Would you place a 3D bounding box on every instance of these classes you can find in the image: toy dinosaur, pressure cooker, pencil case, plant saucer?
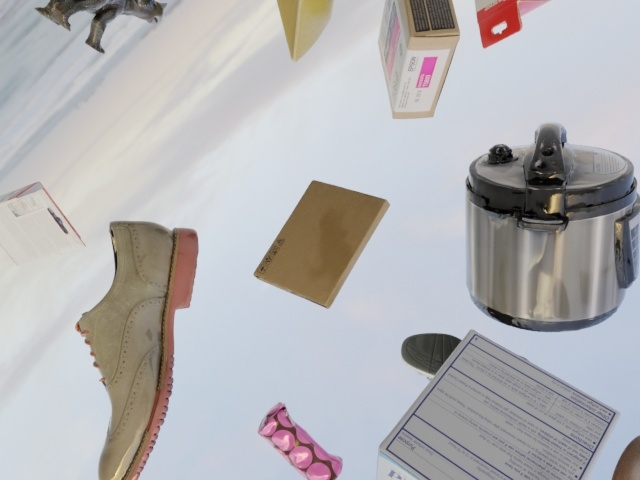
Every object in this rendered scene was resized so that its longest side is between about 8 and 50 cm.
[{"bbox_3d":[-0.308,-0.355,0.854,0.160,0.121,0.313,-57,-177,2],"label":"toy dinosaur"},{"bbox_3d":[0.506,-0.049,1.410,0.376,0.420,0.370,-15,-156,-18],"label":"pressure cooker"},{"bbox_3d":[-0.041,0.452,1.380,0.098,0.209,0.095,-46,-177,23],"label":"pencil case"},{"bbox_3d":[0.566,0.439,1.087,0.036,0.198,0.198,6,-125,53],"label":"plant saucer"},{"bbox_3d":[-0.034,-0.513,0.994,0.081,0.332,0.333,-12,167,-9],"label":"plant saucer"}]

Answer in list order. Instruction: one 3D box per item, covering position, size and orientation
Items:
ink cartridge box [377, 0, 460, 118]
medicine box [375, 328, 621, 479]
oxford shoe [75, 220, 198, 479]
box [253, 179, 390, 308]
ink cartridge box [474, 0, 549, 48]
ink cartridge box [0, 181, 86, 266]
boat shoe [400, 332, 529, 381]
[{"bbox_3d":[0.171,-0.366,1.139,0.234,0.088,0.193,95,-11,-66],"label":"ink cartridge box"},{"bbox_3d":[0.273,0.334,0.991,0.263,0.149,0.289,30,-126,27],"label":"medicine box"},{"bbox_3d":[-0.253,0.143,0.807,0.123,0.130,0.348,156,-56,-63],"label":"oxford shoe"},{"bbox_3d":[0.000,0.000,1.029,0.164,0.021,0.201,19,-110,38],"label":"box"},{"bbox_3d":[0.345,-0.484,1.148,0.078,0.231,0.134,-10,-176,-16],"label":"ink cartridge box"},{"bbox_3d":[-0.248,-0.016,0.551,0.115,0.063,0.029,-11,-151,36],"label":"ink cartridge box"},{"bbox_3d":[0.339,0.303,1.477,0.103,0.320,0.118,107,-7,-53],"label":"boat shoe"}]
